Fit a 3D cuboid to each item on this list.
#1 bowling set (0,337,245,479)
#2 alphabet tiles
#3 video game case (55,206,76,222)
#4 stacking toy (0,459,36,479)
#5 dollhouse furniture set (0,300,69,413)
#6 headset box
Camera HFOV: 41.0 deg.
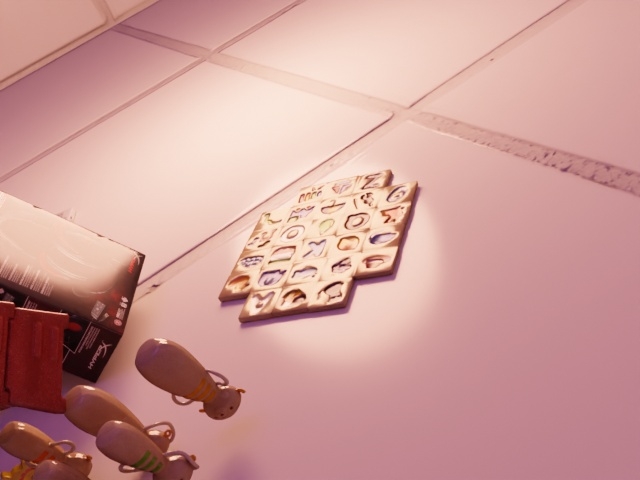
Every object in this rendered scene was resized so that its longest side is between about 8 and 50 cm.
[{"bbox_3d":[-0.229,0.264,0.967,0.287,0.154,0.200,-29,41,20],"label":"bowling set"},{"bbox_3d":[0.000,0.000,1.321,0.285,0.011,0.342,-10,33,25],"label":"alphabet tiles"},{"bbox_3d":[-0.591,-0.003,1.779,0.157,0.019,0.143,-22,29,8],"label":"video game case"},{"bbox_3d":[-0.408,0.370,1.012,0.221,0.052,0.167,-36,28,-12],"label":"stacking toy"},{"bbox_3d":[-0.402,0.263,0.918,0.201,0.152,0.374,-16,66,33],"label":"dollhouse furniture set"},{"bbox_3d":[-0.431,0.057,1.280,0.110,0.293,0.218,-56,17,26],"label":"headset box"}]
